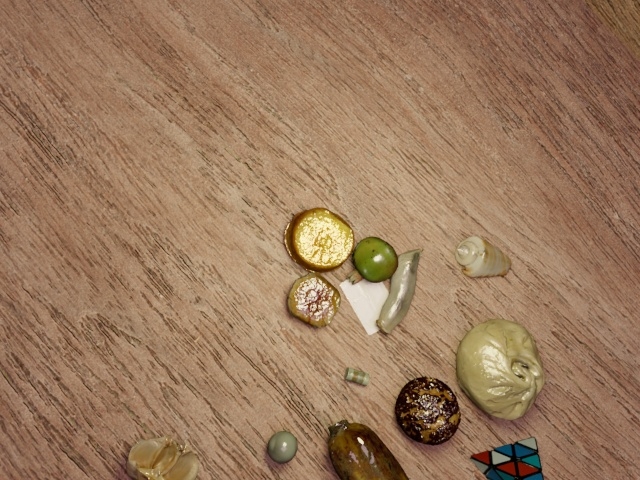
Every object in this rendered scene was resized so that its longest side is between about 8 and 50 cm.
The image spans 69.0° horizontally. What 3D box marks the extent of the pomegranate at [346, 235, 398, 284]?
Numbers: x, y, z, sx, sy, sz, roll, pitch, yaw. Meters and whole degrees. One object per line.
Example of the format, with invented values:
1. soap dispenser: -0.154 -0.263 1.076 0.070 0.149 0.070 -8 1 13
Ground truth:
1. pomegranate: 0.185 0.088 1.728 0.210 0.180 0.180 -41 90 12

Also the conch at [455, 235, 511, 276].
1. conch: 0.651 0.069 1.833 0.255 0.127 0.158 9 79 -10

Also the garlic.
1. garlic: -0.509 0.746 1.506 0.230 0.178 0.142 15 110 10

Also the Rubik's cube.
1. Rubik's cube: 0.668 0.844 1.698 0.234 0.250 0.284 17 82 12

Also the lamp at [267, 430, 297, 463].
1. lamp: -0.129 0.707 1.595 0.105 0.105 0.105 2 81 -10

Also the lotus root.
1. lotus root: 0.165 0.780 1.597 0.196 0.179 0.397 -36 90 -16

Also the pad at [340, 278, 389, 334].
1. pad: 0.192 0.227 1.784 0.157 0.004 0.232 -29 87 -13

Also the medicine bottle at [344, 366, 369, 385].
1. medicine bottle: 0.134 0.499 1.706 0.083 0.047 0.047 20 78 -7

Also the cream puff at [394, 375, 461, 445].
1. cream puff: 0.391 0.614 1.675 0.239 0.165 0.238 1 80 -7

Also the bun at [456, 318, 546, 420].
1. bun: 0.671 0.464 1.723 0.326 0.234 0.361 22 71 -1

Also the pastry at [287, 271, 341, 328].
1. pastry: -0.023 0.216 1.699 0.193 0.093 0.182 30 80 -6

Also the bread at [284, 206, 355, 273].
1. bread: 0.000 0.000 1.715 0.269 0.146 0.268 1 84 -8

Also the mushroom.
1. mushroom: 0.304 0.187 1.763 0.109 0.097 0.351 23 78 -17
